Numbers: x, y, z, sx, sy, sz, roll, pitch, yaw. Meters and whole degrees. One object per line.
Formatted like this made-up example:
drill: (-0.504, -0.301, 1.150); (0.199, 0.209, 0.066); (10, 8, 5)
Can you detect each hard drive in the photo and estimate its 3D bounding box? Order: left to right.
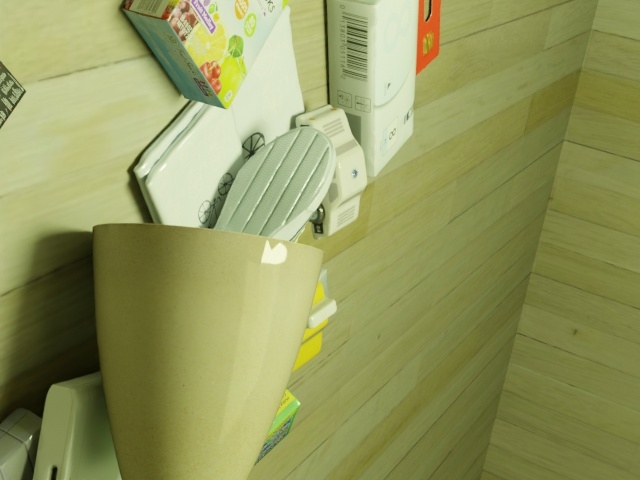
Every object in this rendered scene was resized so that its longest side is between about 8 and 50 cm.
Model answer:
hard drive: (-0.248, 0.252, 1.190); (0.307, 0.040, 0.203); (0, 100, -75)

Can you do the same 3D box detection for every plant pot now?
plant pot: (-0.138, 0.135, 1.088); (0.256, 0.256, 0.274); (19, 76, -66)

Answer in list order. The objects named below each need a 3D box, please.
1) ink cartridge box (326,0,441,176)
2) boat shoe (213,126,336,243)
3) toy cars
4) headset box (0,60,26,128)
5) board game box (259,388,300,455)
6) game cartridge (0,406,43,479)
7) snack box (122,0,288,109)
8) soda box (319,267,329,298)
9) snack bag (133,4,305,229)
ink cartridge box: (0.143, -0.331, 1.600); (0.385, 0.091, 0.308); (-48, 148, -38)
boat shoe: (-0.083, -0.013, 1.292); (0.302, 0.109, 0.094); (-55, 167, -11)
toy cars: (0.000, 0.000, 1.402); (0.176, 0.087, 0.394); (33, 68, -51)
headset box: (-0.308, -0.121, 0.881); (0.083, 0.032, 0.062); (-61, 154, -17)
board game box: (-0.162, 0.330, 1.315); (0.317, 0.046, 0.213); (-42, 170, -18)
game cartridge: (-0.364, 0.378, 1.116); (0.230, 0.068, 0.355); (-51, 150, -44)
snack box: (-0.114, -0.283, 1.122); (0.207, 0.070, 0.174); (-65, 155, -16)
soda box: (-0.095, 0.150, 1.463); (0.286, 0.091, 0.098); (-50, 148, -38)
snack bag: (-0.102, -0.092, 1.332); (0.342, 0.037, 0.323); (-55, 151, -31)
